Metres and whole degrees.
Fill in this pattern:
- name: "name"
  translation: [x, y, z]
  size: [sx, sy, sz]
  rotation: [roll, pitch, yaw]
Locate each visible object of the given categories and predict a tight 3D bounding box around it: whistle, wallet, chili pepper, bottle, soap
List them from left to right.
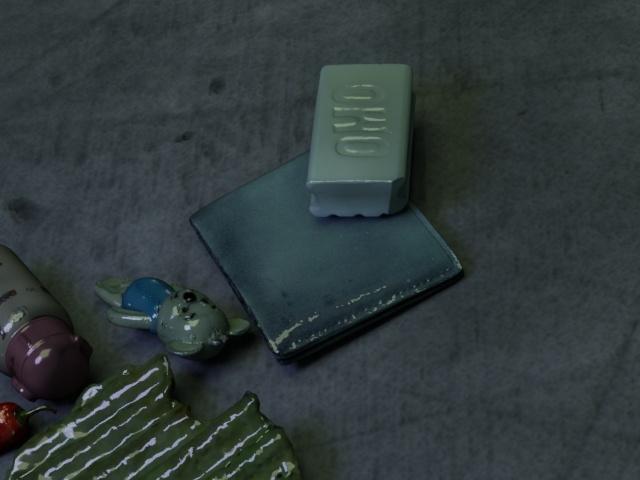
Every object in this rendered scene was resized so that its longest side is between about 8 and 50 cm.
- name: "chili pepper"
  translation: [-0.396, 0.225, 1.885]
  size: [0.191, 0.050, 0.059]
  rotation: [-24, 63, 9]
- name: "bottle"
  translation: [-0.359, 0.104, 1.940]
  size: [0.110, 0.110, 0.233]
  rotation: [-36, 48, -13]
- name: "whistle"
  translation: [-0.189, 0.081, 1.922]
  size: [0.114, 0.077, 0.235]
  rotation: [-23, 30, -36]
- name: "wallet"
  translation: [0.000, -0.001, 1.940]
  size: [0.251, 0.054, 0.290]
  rotation: [-29, 46, -9]
- name: "soap"
  translation: [0.050, -0.122, 1.960]
  size: [0.119, 0.066, 0.198]
  rotation: [-1, 50, 9]

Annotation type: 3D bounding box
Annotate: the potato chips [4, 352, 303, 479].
- name: "potato chips"
  translation: [-0.224, 0.303, 1.721]
  size: [0.373, 0.097, 0.389]
  rotation: [25, 60, 37]
